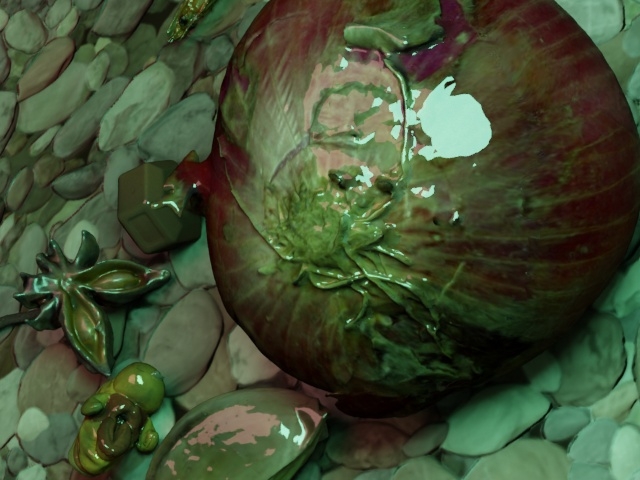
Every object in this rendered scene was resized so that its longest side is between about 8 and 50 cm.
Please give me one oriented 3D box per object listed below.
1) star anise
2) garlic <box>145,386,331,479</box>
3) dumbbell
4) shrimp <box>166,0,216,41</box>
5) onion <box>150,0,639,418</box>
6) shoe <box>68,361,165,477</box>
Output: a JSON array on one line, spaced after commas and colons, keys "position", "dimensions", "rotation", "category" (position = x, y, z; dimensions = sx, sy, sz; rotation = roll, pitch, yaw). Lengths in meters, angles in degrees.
[{"position": [-0.262, 0.092, 1.738], "dimensions": [0.227, 0.218, 0.148], "rotation": [123, 139, -68], "category": "star anise"}, {"position": [-0.076, 0.182, 1.492], "dimensions": [0.195, 0.087, 0.101], "rotation": [-43, 59, 8], "category": "garlic"}, {"position": [-0.081, -0.061, 1.635], "dimensions": [0.231, 0.092, 0.082], "rotation": [-22, 25, 29], "category": "dumbbell"}, {"position": [-0.119, -0.275, 1.820], "dimensions": [0.095, 0.045, 0.162], "rotation": [34, 91, 46], "category": "shrimp"}, {"position": [0.059, -0.046, 1.346], "dimensions": [0.353, 0.353, 0.354], "rotation": [-20, 54, 31], "category": "onion"}, {"position": [-0.176, 0.161, 1.595], "dimensions": [0.109, 0.072, 0.069], "rotation": [-41, 8, -35], "category": "shoe"}]
